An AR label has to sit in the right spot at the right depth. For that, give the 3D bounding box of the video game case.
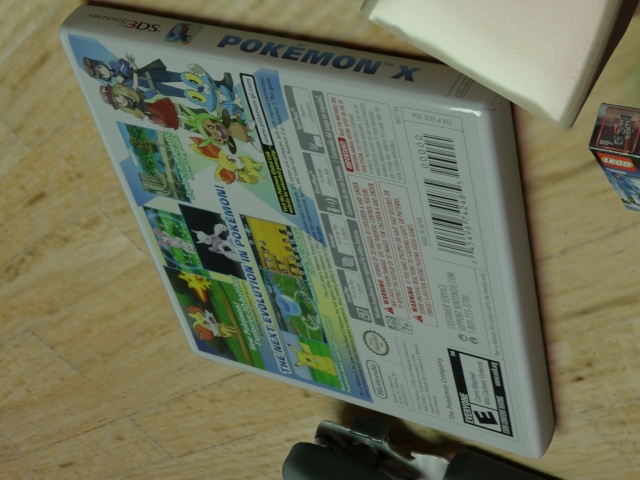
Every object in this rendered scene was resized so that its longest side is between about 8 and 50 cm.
[{"bbox_3d":[0.000,0.000,0.929,0.300,0.036,0.329,14,142,27],"label":"video game case"}]

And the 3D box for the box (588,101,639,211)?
[{"bbox_3d":[0.210,-0.029,0.690,0.137,0.027,0.094,13,168,27],"label":"box"}]

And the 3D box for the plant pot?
[{"bbox_3d":[0.099,-0.135,0.624,0.109,0.109,0.096,30,132,6],"label":"plant pot"}]

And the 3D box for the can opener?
[{"bbox_3d":[0.110,0.206,1.050,0.280,0.093,0.074,15,141,19],"label":"can opener"}]
